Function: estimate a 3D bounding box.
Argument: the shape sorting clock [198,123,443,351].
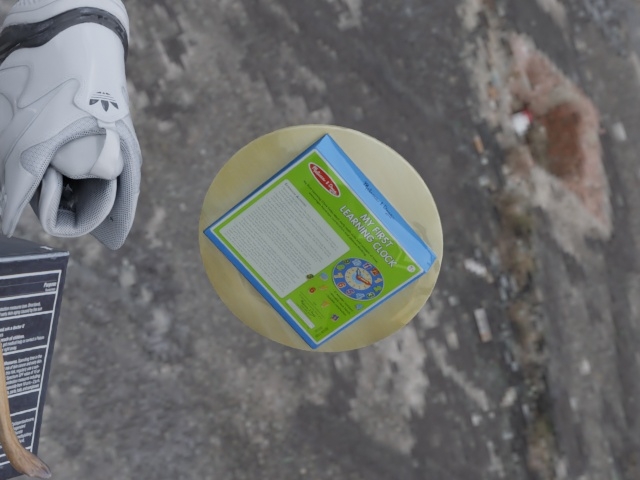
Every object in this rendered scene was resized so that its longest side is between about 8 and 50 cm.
[{"bbox_3d":[0.000,0.000,1.151,0.206,0.206,0.040,62,21,-19],"label":"shape sorting clock"}]

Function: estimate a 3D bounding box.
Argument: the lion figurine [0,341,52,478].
[{"bbox_3d":[-0.388,0.053,1.047,0.142,0.392,0.240,-170,-91,-82],"label":"lion figurine"}]

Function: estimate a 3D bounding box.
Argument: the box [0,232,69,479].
[{"bbox_3d":[-0.476,0.141,1.643,0.296,0.182,0.294,-5,109,-63],"label":"box"}]

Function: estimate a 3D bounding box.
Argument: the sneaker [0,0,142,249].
[{"bbox_3d":[-0.288,-0.064,1.326,0.137,0.366,0.210,8,55,-35],"label":"sneaker"}]
